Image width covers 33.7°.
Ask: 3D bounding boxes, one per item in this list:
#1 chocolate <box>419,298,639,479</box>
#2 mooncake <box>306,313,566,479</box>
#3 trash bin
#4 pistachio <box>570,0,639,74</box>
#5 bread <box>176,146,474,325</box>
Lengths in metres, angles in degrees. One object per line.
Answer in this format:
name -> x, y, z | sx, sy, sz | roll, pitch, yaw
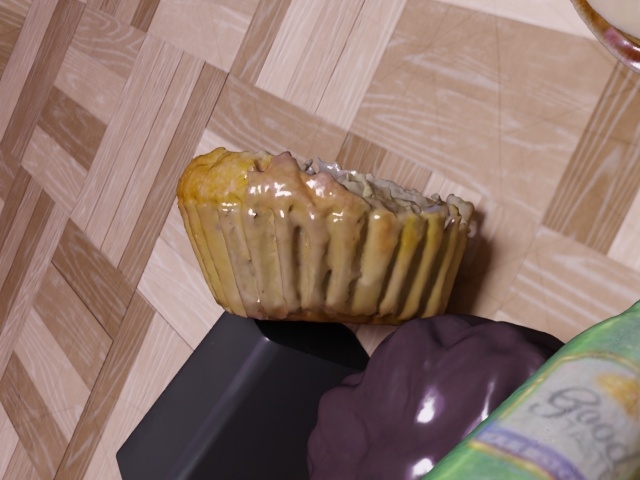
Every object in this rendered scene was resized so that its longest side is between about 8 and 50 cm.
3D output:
chocolate -> 0.173, 0.116, 0.680 | 0.291, 0.110, 0.110 | -39, 21, -30
mooncake -> 0.097, 0.192, 0.828 | 0.283, 0.141, 0.283 | -27, 52, 42
trash bin -> -0.070, 0.176, 1.044 | 0.225, 0.165, 0.115 | -56, 36, 16
pistachio -> 0.261, -0.213, 0.811 | 0.152, 0.126, 0.223 | -8, 53, 10
bread -> 0.000, 0.000, 0.947 | 0.274, 0.274, 0.149 | 6, 88, 55
